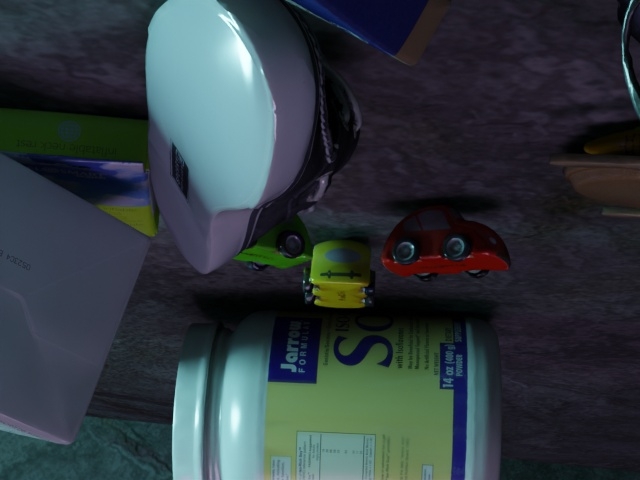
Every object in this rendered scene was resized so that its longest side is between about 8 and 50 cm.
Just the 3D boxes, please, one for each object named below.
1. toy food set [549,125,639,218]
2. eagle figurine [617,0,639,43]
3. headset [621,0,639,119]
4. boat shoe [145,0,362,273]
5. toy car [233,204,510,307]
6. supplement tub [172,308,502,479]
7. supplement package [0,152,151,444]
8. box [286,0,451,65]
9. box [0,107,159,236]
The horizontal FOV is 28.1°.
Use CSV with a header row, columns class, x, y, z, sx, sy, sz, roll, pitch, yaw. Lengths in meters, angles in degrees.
class,x,y,z,sx,sy,sz,roll,pitch,yaw
toy food set,0.226,-0.047,0.838,0.132,0.039,0.192,4,172,22
eagle figurine,0.248,-0.038,0.475,0.225,0.298,0.226,-17,143,13
headset,0.067,-0.109,0.287,0.243,0.185,0.394,4,154,28
boat shoe,-0.028,-0.063,0.696,0.102,0.108,0.301,-28,168,-16
toy car,0.000,0.000,1.007,0.225,0.053,0.239,12,162,-31
supplement tub,0.021,0.196,1.377,0.331,0.241,0.241,2,165,3
supplement package,-0.262,0.022,0.825,0.203,0.149,0.194,0,155,47
box,-0.062,-0.134,0.422,0.136,0.036,0.225,33,-176,35
box,-0.168,-0.046,0.882,0.109,0.042,0.178,4,164,-4
